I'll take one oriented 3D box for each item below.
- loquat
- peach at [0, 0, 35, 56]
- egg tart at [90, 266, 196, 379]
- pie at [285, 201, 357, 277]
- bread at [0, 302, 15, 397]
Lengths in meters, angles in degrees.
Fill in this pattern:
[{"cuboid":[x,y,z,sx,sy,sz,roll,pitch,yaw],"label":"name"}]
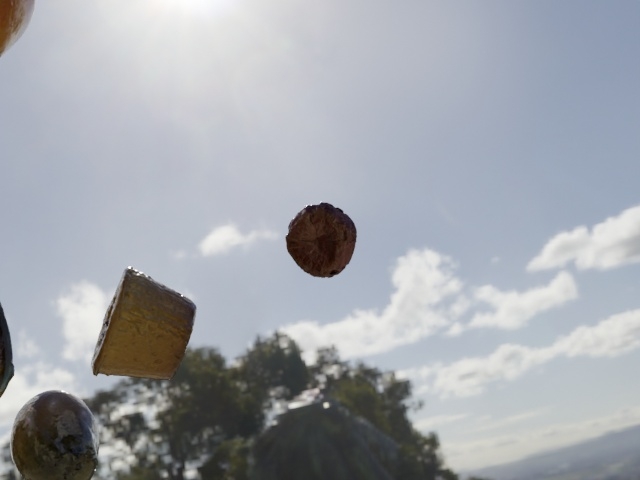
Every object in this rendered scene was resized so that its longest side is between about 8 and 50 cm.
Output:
[{"cuboid":[-0.529,0.409,2.049,0.179,0.227,0.179,-13,-43,-12],"label":"loquat"},{"cuboid":[-0.557,-0.390,1.523,0.289,0.289,0.308,-1,-3,-38],"label":"peach"},{"cuboid":[-0.309,0.162,1.798,0.147,0.203,0.202,21,-23,-12],"label":"egg tart"},{"cuboid":[0.000,0.000,1.956,0.153,0.154,0.038,-21,6,32],"label":"pie"},{"cuboid":[-0.472,0.148,1.254,0.174,0.252,0.133,-8,-42,-23],"label":"bread"}]
